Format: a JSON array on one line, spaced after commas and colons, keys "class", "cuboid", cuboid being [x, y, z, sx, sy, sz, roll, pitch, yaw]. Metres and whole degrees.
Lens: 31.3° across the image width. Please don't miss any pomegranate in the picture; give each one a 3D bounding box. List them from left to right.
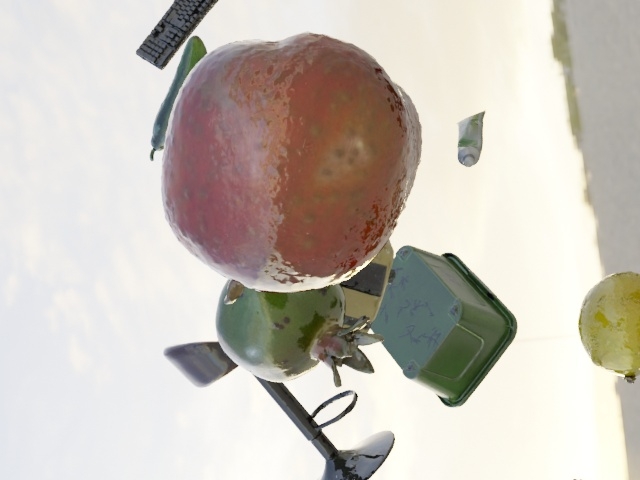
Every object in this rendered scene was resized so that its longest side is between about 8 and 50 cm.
[{"class": "pomegranate", "cuboid": [-0.028, 0.110, 1.491, 0.181, 0.224, 0.181, -33, -42, -35]}]

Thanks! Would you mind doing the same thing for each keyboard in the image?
[{"class": "keyboard", "cuboid": [-0.236, -0.405, 2.011, 0.231, 0.072, 0.023, -53, -22, -7]}]

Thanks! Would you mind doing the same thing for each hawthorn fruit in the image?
[{"class": "hawthorn fruit", "cuboid": [-0.037, -0.066, 1.169, 0.299, 0.275, 0.275, -67, -17, 9]}]

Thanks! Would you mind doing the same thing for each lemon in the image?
[{"class": "lemon", "cuboid": [0.542, 0.143, 2.007, 0.173, 0.173, 0.206, 58, -134, -50]}]

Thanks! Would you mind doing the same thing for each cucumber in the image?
[{"class": "cucumber", "cuboid": [-0.236, -0.232, 1.906, 0.250, 0.056, 0.056, -61, 2, 33]}]

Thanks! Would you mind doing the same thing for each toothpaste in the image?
[{"class": "toothpaste", "cuboid": [0.336, -0.228, 2.558, 0.047, 0.078, 0.248, 56, -157, -22]}]

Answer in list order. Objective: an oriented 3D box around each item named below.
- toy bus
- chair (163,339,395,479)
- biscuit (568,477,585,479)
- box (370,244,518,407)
[{"class": "toy bus", "cuboid": [0.000, 0.000, 1.839, 0.365, 0.177, 0.202, -109, 40, -63]}, {"class": "chair", "cuboid": [-0.075, 0.277, 2.054, 0.401, 0.226, 0.226, 49, -153, -7]}, {"class": "biscuit", "cuboid": [0.501, 0.590, 2.331, 0.033, 0.220, 0.220, 33, -134, -28]}, {"class": "box", "cuboid": [0.239, 0.173, 2.488, 0.178, 0.252, 0.328, 23, -163, -34]}]
